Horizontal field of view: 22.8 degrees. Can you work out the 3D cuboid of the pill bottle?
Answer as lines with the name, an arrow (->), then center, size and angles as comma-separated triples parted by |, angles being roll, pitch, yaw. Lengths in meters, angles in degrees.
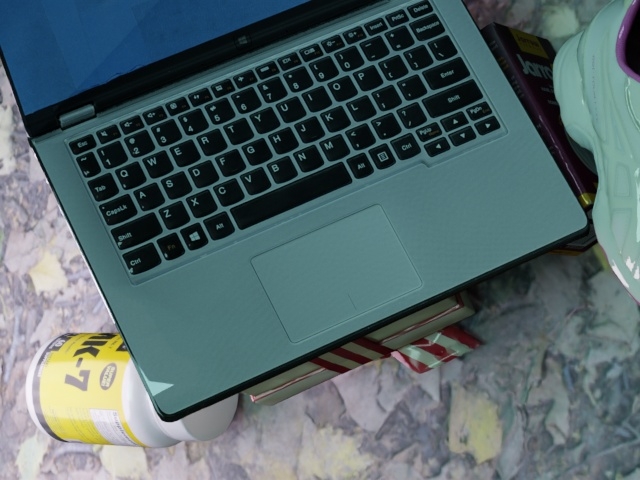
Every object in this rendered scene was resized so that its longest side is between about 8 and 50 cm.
pill bottle -> -0.194, 0.154, 1.646 | 0.208, 0.119, 0.119 | -3, 86, 36

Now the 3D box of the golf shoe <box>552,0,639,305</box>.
golf shoe -> 0.275, -0.062, 1.241 | 0.140, 0.115, 0.306 | 119, 136, -59

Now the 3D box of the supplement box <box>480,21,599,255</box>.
supplement box -> 0.186, -0.086, 1.379 | 0.081, 0.104, 0.188 | -37, 67, 29

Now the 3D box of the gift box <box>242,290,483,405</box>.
gift box -> 0.000, 0.000, 1.430 | 0.276, 0.258, 0.255 | -20, 73, 15

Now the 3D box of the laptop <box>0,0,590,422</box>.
laptop -> -0.030, -0.145, 1.191 | 0.408, 0.382, 0.236 | 62, 166, 17
